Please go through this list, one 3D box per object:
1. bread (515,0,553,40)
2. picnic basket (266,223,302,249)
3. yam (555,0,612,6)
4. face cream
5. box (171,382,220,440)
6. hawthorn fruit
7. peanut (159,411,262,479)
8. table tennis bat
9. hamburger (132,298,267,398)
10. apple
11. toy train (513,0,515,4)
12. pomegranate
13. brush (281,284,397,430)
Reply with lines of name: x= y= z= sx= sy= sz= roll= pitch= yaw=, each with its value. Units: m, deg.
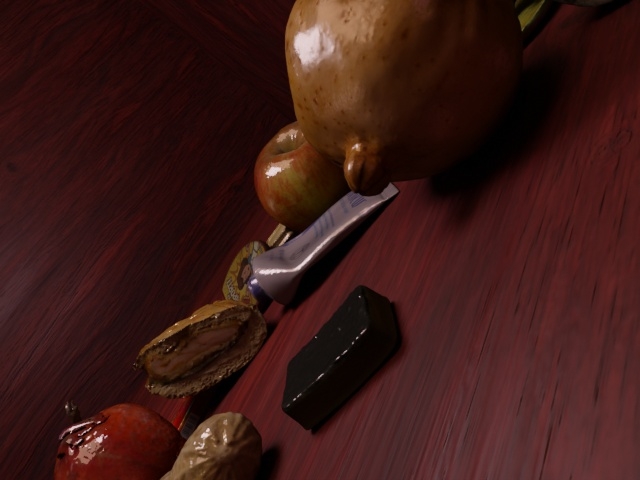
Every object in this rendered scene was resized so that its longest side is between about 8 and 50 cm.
bread: x=0.387 y=-0.427 z=0.981 sx=0.228 sy=0.033 sz=0.228 roll=-50 pitch=12 yaw=14
picnic basket: x=-0.108 y=0.003 z=1.500 sx=0.115 sy=0.079 sz=0.164 roll=-52 pitch=13 yaw=14
yam: x=0.425 y=-0.528 z=0.688 sx=0.348 sy=0.240 sz=0.241 roll=-62 pitch=15 yaw=-20
face cream: x=0.000 y=0.000 z=1.135 sx=0.420 sy=0.137 sz=0.235 roll=-40 pitch=14 yaw=8
box: x=-0.332 y=0.442 z=1.234 sx=0.112 sy=0.048 sz=0.175 roll=-42 pitch=18 yaw=43
hawthorn fruit: x=-0.430 y=0.457 z=1.004 sx=0.276 sy=0.307 sz=0.276 roll=-43 pitch=3 yaw=3
peanut: x=-0.194 y=0.393 z=0.734 sx=0.298 sy=0.120 sz=0.136 roll=-53 pitch=8 yaw=15
table tennis bat: x=-0.252 y=0.186 z=1.461 sx=0.415 sy=0.051 sz=0.268 roll=-59 pitch=35 yaw=17
hamburger: x=-0.279 y=0.255 z=1.228 sx=0.329 sy=0.162 sz=0.209 roll=-31 pitch=6 yaw=2
apple: x=-0.036 y=-0.169 z=1.358 sx=0.302 sy=0.301 sz=0.302 roll=-50 pitch=14 yaw=17
toy train: x=0.270 y=-0.623 z=0.871 sx=0.179 sy=0.272 sz=0.442 roll=-56 pitch=-32 yaw=-38
pomegranate: x=0.119 y=-0.248 z=0.767 sx=0.410 sy=0.410 sz=0.410 roll=-50 pitch=14 yaw=17
brush: x=0.023 y=0.163 z=0.687 sx=0.197 sy=0.059 sz=0.123 roll=-50 pitch=15 yaw=18
